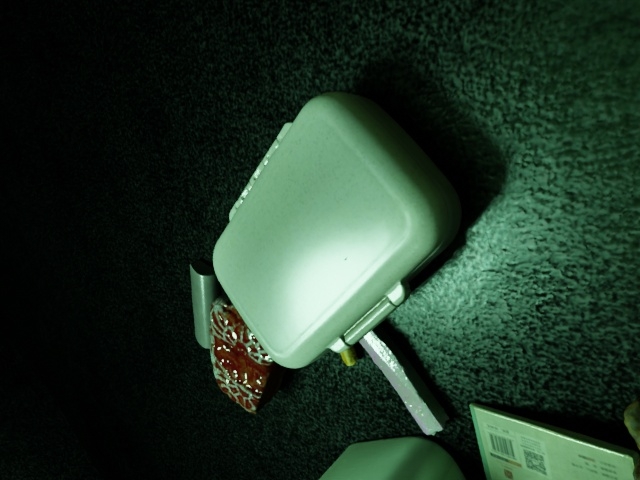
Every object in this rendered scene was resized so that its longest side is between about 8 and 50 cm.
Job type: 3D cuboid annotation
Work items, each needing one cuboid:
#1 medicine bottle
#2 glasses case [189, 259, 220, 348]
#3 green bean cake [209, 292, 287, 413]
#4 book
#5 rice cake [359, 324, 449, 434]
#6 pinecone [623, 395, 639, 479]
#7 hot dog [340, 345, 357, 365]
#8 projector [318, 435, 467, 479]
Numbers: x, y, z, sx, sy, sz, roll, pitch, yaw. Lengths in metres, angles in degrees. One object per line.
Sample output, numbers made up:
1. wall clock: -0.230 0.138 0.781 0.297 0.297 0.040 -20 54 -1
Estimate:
1. medicine bottle: 0.000 0.000 0.646 0.282 0.123 0.375 53 126 18
2. glasses case: -0.249 0.140 0.994 0.072 0.042 0.190 25 123 40
3. green bean cake: -0.125 0.217 0.876 0.199 0.097 0.232 23 121 32
4. book: 0.308 0.359 0.585 0.215 0.025 0.282 -1 107 54
5. rice cake: 0.117 0.199 0.701 0.047 0.036 0.206 -42 78 33
6. pinecone: 0.368 0.193 0.350 0.244 0.244 0.309 14 135 37
7. hot dog: 0.033 0.142 0.756 0.044 0.028 0.136 -11 98 69
8. projector: 0.092 0.481 0.693 0.248 0.249 0.248 -31 86 43
